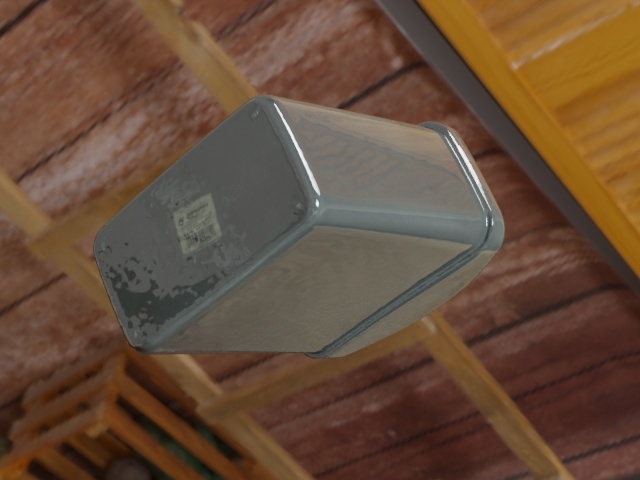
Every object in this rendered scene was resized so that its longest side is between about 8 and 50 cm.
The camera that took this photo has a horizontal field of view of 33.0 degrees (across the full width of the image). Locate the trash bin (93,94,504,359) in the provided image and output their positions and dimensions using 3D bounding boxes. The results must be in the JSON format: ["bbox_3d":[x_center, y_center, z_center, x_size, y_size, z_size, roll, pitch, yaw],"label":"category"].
[{"bbox_3d":[0.000,0.000,0.671,0.176,0.236,0.101,-35,68,30],"label":"trash bin"}]
